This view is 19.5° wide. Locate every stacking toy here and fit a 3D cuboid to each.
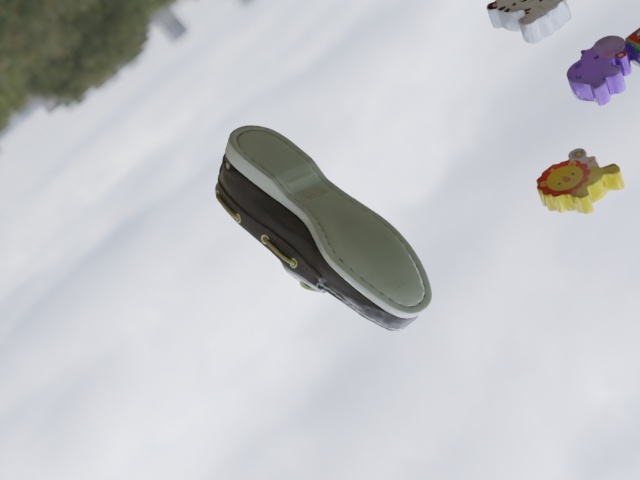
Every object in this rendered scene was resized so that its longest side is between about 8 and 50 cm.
[{"bbox_3d":[0.223,-0.140,1.284,0.221,0.167,0.052,-35,-141,-16],"label":"stacking toy"}]

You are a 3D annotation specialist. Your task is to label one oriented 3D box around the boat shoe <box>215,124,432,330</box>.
[{"bbox_3d":[0.000,0.000,1.517,0.081,0.228,0.069,-18,144,-43],"label":"boat shoe"}]
